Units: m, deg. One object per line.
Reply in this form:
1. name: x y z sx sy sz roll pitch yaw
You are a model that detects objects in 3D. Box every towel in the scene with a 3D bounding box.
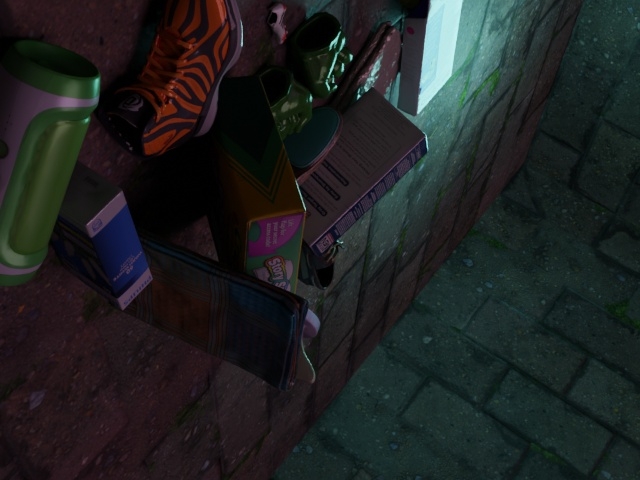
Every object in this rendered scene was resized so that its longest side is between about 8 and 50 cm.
1. towel: -0.202 0.113 1.534 0.271 0.370 0.040 98 18 -51
2. towel: 0.104 -0.356 2.072 0.282 0.049 0.187 -57 161 3

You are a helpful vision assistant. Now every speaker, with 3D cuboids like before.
1. speaker: -0.373 -0.094 1.136 0.131 0.131 0.296 -21 140 -61

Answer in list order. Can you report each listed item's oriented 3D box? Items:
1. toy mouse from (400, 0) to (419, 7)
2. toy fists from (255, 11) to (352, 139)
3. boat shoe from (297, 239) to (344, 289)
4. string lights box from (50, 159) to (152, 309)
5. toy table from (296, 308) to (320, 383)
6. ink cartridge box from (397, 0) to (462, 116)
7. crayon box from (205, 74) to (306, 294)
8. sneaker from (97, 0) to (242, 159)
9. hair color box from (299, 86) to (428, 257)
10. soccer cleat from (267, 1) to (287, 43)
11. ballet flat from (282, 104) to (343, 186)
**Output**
1. toy mouse: 0.222 -0.585 2.015 0.143 0.031 0.161 -63 161 18
2. toy fists: -0.040 -0.295 1.717 0.279 0.096 0.142 -52 163 -19
3. boat shoe: 0.000 0.000 2.258 0.132 0.130 0.355 -48 160 -26
4. string lights box: -0.340 -0.013 1.342 0.077 0.133 0.260 -50 160 -24
5. toy table: -0.108 0.244 2.251 0.161 0.252 0.274 -68 154 -19
6. ink cartridge box: 0.257 -0.473 2.095 0.176 0.069 0.371 -50 160 -28
7. crayon box: -0.124 -0.046 1.576 0.106 0.313 0.363 -9 144 -13
8. sneaker: -0.219 -0.237 1.298 0.180 0.124 0.321 -42 157 -42
9. hair color box: 0.053 -0.149 1.984 0.347 0.174 0.105 -43 162 -4
10. soccer cleat: -0.078 -0.379 1.589 0.035 0.029 0.083 -35 150 -31
11. ballet flat: -0.071 -0.151 1.893 0.316 0.107 0.106 -47 170 -4
